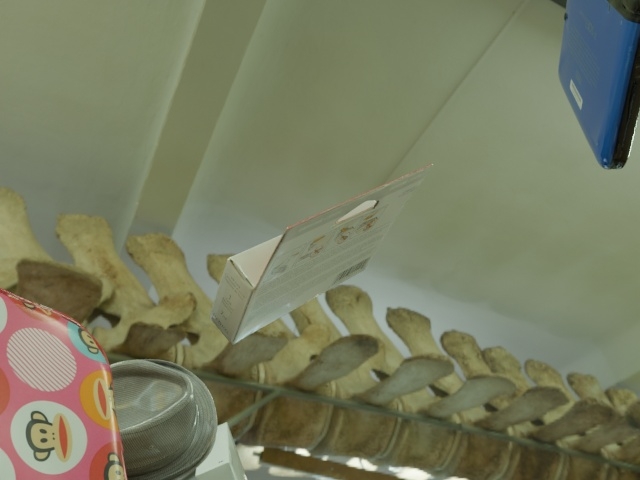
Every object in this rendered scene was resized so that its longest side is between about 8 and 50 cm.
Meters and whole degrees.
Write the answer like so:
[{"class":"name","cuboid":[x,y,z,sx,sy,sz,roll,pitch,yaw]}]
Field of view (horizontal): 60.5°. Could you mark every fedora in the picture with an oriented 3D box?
[{"class":"fedora","cuboid":[-0.309,0.288,0.937,0.276,0.243,0.124,0,-41,-18]}]

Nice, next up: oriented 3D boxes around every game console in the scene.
[{"class":"game console","cuboid":[0.375,-0.246,0.579,0.174,0.293,0.250,1,-54,13]}]

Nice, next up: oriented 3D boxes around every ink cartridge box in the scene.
[{"class":"ink cartridge box","cuboid":[0.000,0.000,0.792,0.296,0.066,0.261,-26,-26,-40]}]

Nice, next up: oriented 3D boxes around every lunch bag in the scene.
[{"class":"lunch bag","cuboid":[-0.274,0.164,0.404,0.120,0.293,0.258,-34,-36,12]}]

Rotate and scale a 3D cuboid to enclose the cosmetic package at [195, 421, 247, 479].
[{"class":"cosmetic package","cuboid":[-0.245,0.687,1.490,0.098,0.284,0.377,-17,-1,-11]}]
